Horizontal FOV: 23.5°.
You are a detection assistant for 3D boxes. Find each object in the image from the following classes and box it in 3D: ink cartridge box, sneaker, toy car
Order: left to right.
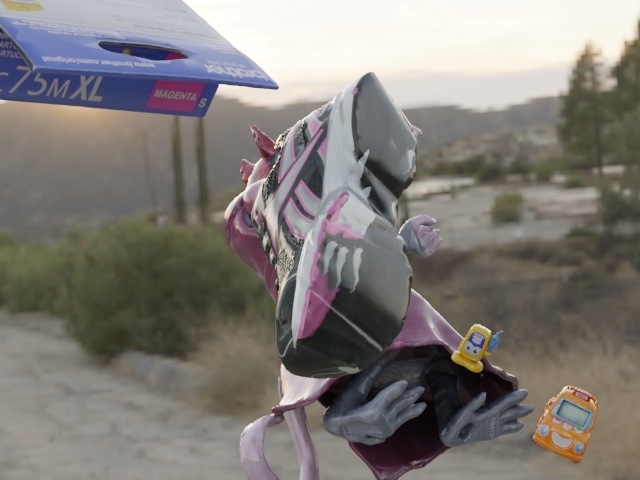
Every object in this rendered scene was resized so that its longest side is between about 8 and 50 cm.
[{"bbox_3d":[-0.186,-0.158,0.955,0.185,0.065,0.311,0,32,-46],"label":"ink cartridge box"},{"bbox_3d":[0.000,0.000,0.780,0.077,0.178,0.072,-22,-54,33],"label":"sneaker"},{"bbox_3d":[0.130,0.093,0.992,0.122,0.040,0.060,34,22,25],"label":"toy car"}]

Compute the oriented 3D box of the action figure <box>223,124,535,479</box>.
[{"bbox_3d":[0.006,0.049,1.313,0.275,0.370,0.248,-36,-38,-4],"label":"action figure"}]
